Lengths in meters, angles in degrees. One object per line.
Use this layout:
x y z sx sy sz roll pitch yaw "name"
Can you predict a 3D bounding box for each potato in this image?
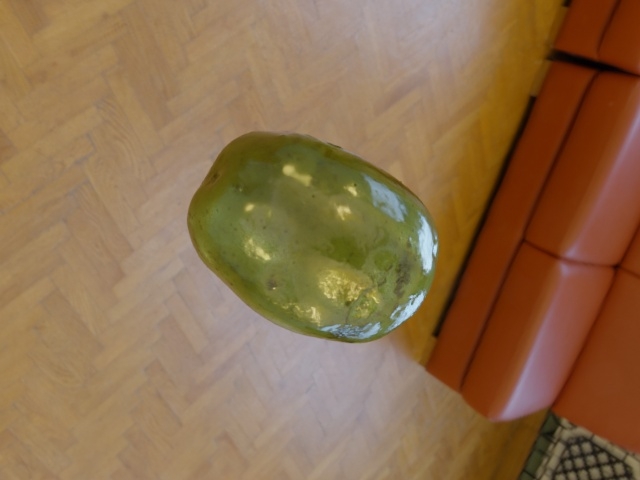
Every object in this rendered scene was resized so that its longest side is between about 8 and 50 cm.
0.002 -0.001 0.829 0.304 0.216 0.216 34 87 -36 "potato"
